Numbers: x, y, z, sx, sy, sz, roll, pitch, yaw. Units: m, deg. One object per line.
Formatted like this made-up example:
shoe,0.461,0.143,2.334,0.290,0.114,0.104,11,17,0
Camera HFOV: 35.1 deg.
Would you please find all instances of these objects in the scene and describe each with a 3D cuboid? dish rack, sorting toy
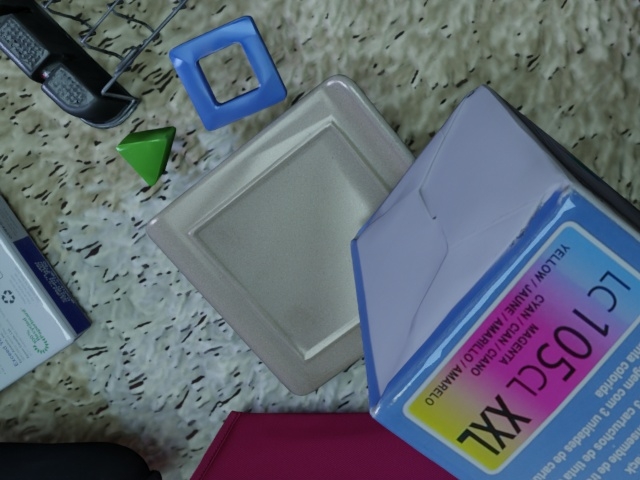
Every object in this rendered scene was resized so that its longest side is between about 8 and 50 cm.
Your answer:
dish rack,-0.152,-0.237,0.723,0.208,0.074,0.271,44,102,-2
sorting toy,0.000,0.000,0.746,0.196,0.047,0.347,-36,104,18

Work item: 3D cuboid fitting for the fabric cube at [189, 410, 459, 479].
fabric cube,0.045,0.279,0.681,0.258,0.254,0.259,-2,106,9

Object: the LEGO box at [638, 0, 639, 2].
LEGO box,0.500,-0.121,0.549,0.500,0.193,0.372,-33,103,14

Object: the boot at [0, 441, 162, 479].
boot,-0.356,0.063,0.732,0.367,0.146,0.445,-21,89,-3

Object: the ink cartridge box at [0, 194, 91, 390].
ink cartridge box,-0.334,0.041,0.813,0.224,0.045,0.223,-32,95,13

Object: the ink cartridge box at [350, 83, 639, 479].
ink cartridge box,0.217,0.101,0.601,0.395,0.270,0.151,35,105,-11
